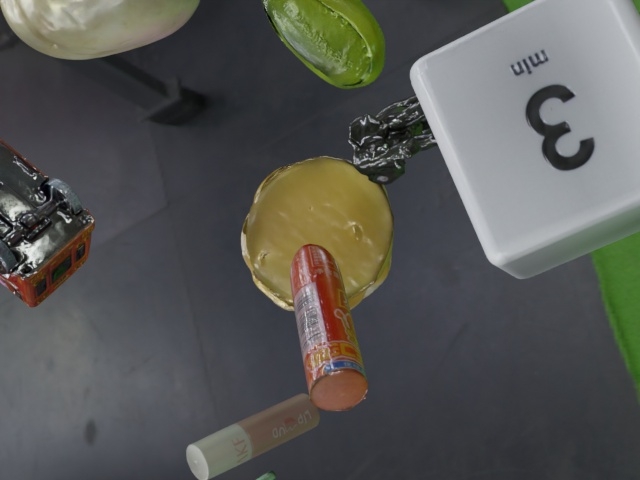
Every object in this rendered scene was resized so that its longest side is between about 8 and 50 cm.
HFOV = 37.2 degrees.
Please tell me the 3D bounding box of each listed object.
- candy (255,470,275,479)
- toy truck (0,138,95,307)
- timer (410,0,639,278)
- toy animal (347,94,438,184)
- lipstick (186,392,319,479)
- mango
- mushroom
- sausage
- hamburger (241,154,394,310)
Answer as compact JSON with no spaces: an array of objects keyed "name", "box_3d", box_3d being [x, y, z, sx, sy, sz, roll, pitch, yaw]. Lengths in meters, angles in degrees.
[{"name":"candy","box_3d":[-0.120,0.228,0.722,0.061,0.203,0.061,48,154,32]},{"name":"toy truck","box_3d":[-0.359,-0.049,0.982,0.253,0.107,0.114,38,150,9]},{"name":"timer","box_3d":[0.217,-0.092,0.856,0.192,0.194,0.194,-25,77,14]},{"name":"toy animal","box_3d":[0.130,-0.158,1.455,0.146,0.245,0.114,-20,96,23]},{"name":"lipstick","box_3d":[-0.118,0.352,1.716,0.070,0.255,0.070,23,122,44]},{"name":"mango","box_3d":[0.002,-0.229,1.001,0.091,0.165,0.074,-39,24,11]},{"name":"mushroom","box_3d":[-0.393,-0.450,1.610,0.325,0.353,0.353,-46,59,7]},{"name":"sausage","box_3d":[0.002,0.092,1.195,0.074,0.074,0.274,-51,29,26]},{"name":"hamburger","box_3d":[0.000,0.000,1.643,0.277,0.237,0.276,0,83,1]}]
